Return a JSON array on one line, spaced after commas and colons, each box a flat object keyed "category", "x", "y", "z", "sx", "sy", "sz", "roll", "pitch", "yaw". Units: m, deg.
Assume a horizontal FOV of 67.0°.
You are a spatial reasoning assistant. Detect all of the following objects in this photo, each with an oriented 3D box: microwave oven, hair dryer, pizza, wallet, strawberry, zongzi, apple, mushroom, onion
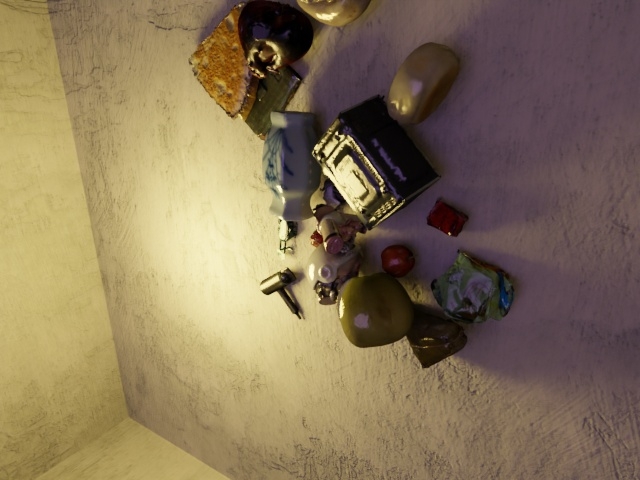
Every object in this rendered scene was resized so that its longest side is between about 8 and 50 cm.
[{"category": "microwave oven", "x": 0.172, "y": -0.253, "z": 1.631, "sx": 0.354, "sy": 0.219, "sz": 0.286, "roll": 55, "pitch": 150, "yaw": 4}, {"category": "hair dryer", "x": -0.141, "y": 0.253, "z": 2.212, "sx": 0.196, "sy": 0.078, "sz": 0.248, "roll": -30, "pitch": 99, "yaw": 39}, {"category": "pizza", "x": -0.352, "y": -0.683, "z": 1.957, "sx": 0.435, "sy": 0.080, "sz": 0.391, "roll": -26, "pitch": 81, "yaw": 42}, {"category": "wallet", "x": -0.205, "y": -0.568, "z": 1.941, "sx": 0.169, "sy": 0.044, "sz": 0.317, "roll": 48, "pitch": 128, "yaw": 12}, {"category": "strawberry", "x": 0.000, "y": 0.000, "z": 1.994, "sx": 0.083, "sy": 0.083, "sz": 0.096, "roll": -27, "pitch": 100, "yaw": 40}, {"category": "zongzi", "x": 0.375, "y": 0.296, "z": 1.761, "sx": 0.299, "sy": 0.145, "sz": 0.273, "roll": 56, "pitch": 156, "yaw": 16}, {"category": "apple", "x": 0.186, "y": 0.247, "z": 1.733, "sx": 0.292, "sy": 0.292, "sz": 0.253, "roll": -13, "pitch": 86, "yaw": 39}, {"category": "mushroom", "x": 0.020, "y": -0.832, "z": 1.513, "sx": 0.298, "sy": 0.290, "sz": 0.297, "roll": 15, "pitch": 117, "yaw": 31}, {"category": "onion", "x": -0.158, "y": -0.737, "z": 1.738, "sx": 0.281, "sy": 0.221, "sz": 0.280, "roll": 1, "pitch": 100, "yaw": 8}]

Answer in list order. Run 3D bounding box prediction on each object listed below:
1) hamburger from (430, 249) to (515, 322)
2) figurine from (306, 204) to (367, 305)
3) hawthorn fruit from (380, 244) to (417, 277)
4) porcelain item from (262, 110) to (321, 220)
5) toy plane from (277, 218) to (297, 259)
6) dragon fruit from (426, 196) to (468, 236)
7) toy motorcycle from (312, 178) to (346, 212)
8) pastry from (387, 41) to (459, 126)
[{"category": "hamburger", "x": 0.504, "y": 0.192, "z": 1.655, "sx": 0.260, "sy": 0.151, "sz": 0.275, "roll": 43, "pitch": 128, "yaw": 17}, {"category": "figurine", "x": 0.065, "y": 0.057, "z": 1.872, "sx": 0.211, "sy": 0.253, "sz": 0.360, "roll": 35, "pitch": 133, "yaw": 41}, {"category": "hawthorn fruit", "x": 0.286, "y": 0.077, "z": 1.776, "sx": 0.140, "sy": 0.125, "sz": 0.125, "roll": -142, "pitch": 47, "yaw": -60}, {"category": "porcelain item", "x": -0.113, "y": -0.288, "z": 1.861, "sx": 0.243, "sy": 0.179, "sz": 0.404, "roll": 29, "pitch": 124, "yaw": 54}, {"category": "toy plane", "x": -0.156, "y": -0.021, "z": 2.112, "sx": 0.096, "sy": 0.060, "sz": 0.234, "roll": 21, "pitch": 116, "yaw": 37}, {"category": "dragon fruit", "x": 0.444, "y": -0.067, "z": 1.644, "sx": 0.147, "sy": 0.096, "sz": 0.102, "roll": 51, "pitch": 125, "yaw": 49}, {"category": "toy motorcycle", "x": 0.030, "y": -0.158, "z": 1.908, "sx": 0.122, "sy": 0.080, "sz": 0.215, "roll": 49, "pitch": 129, "yaw": 8}, {"category": "pastry", "x": 0.311, "y": -0.473, "z": 1.478, "sx": 0.133, "sy": 0.265, "sz": 0.264, "roll": 36, "pitch": 125, "yaw": 17}]
